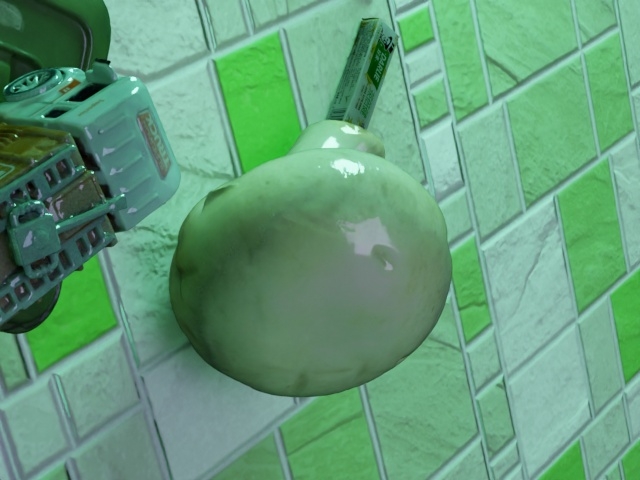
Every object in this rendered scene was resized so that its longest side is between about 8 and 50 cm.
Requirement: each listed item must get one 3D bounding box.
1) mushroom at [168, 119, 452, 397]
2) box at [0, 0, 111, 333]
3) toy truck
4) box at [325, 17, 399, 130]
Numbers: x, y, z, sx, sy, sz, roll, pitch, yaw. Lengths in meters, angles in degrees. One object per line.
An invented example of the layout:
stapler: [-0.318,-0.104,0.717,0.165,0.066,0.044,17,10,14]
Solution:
mushroom: [0.013,0.029,1.599,0.356,0.315,0.315,-24,111,-43]
box: [-0.342,-0.099,1.264,0.252,0.177,0.329,20,79,-47]
toy truck: [-0.245,-0.024,1.124,0.305,0.162,0.136,-41,123,-37]
box: [0.047,-0.183,1.814,0.050,0.041,0.207,36,65,-41]
